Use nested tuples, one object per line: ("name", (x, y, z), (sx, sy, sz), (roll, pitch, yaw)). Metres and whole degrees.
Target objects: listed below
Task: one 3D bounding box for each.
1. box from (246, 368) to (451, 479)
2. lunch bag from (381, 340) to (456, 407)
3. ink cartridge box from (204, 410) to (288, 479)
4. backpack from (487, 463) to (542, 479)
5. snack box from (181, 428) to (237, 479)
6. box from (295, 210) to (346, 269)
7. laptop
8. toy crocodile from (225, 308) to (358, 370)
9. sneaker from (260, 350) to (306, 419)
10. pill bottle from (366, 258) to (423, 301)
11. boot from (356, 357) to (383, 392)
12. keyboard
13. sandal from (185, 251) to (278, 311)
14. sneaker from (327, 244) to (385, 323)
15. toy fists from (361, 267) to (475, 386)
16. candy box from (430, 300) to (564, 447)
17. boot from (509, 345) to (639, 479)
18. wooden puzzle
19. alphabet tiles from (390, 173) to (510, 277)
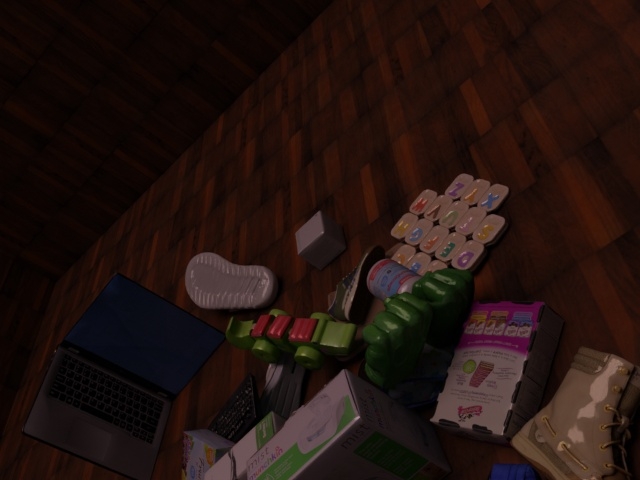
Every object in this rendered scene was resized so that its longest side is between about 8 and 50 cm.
("box", (0.044, 0.386, 1.205), (0.262, 0.231, 0.126), (-45, 30, 15))
("lunch bag", (0.186, 0.236, 1.301), (0.151, 0.096, 0.128), (-16, 38, 7))
("ink cartridge box", (-0.109, 0.473, 1.413), (0.219, 0.160, 0.092), (-44, 29, 17))
("backpack", (0.288, 0.382, 0.990), (0.101, 0.098, 0.120), (-10, 39, 25))
("snack box", (-0.248, 0.544, 1.554), (0.174, 0.070, 0.207), (1, 89, 56))
("box", (0.000, 0.000, 1.832), (0.102, 0.087, 0.101), (-41, 31, 22))
("laptop", (-0.510, 0.379, 1.879), (0.236, 0.382, 0.407), (-30, 36, 38))
("toy crocodile", (-0.066, 0.209, 1.551), (0.341, 0.105, 0.115), (-1, 51, 40))
("sneaker", (-0.092, 0.351, 1.614), (0.091, 0.094, 0.258), (-43, 21, 57))
("pill bottle", (0.171, 0.102, 1.408), (0.087, 0.087, 0.160), (-56, 37, -2))
("boot", (0.089, 0.308, 1.368), (0.106, 0.082, 0.219), (-65, -5, 30))
("keyboard", (-0.202, 0.460, 1.590), (0.317, 0.033, 0.201), (-56, 41, 42))
("sandal", (-0.262, 0.140, 2.077), (0.416, 0.102, 0.169), (10, 82, 45))
("sneaker", (0.073, 0.093, 1.559), (0.086, 0.064, 0.192), (-1, 58, 46))
("toy fists", (0.178, 0.137, 1.239), (0.096, 0.279, 0.142), (38, 137, 31))
("candy box", (0.297, 0.219, 1.171), (0.159, 0.071, 0.233), (-5, 54, 54))
("boot", (0.402, 0.266, 0.947), (0.203, 0.095, 0.262), (-54, 24, -2))
("wooden puzzle", (0.124, 0.137, 1.555), (0.239, 0.044, 0.221), (-36, 33, 22))
("alphabet tiles", (0.268, -0.026, 1.495), (0.278, 0.021, 0.284), (-51, 32, -5))
